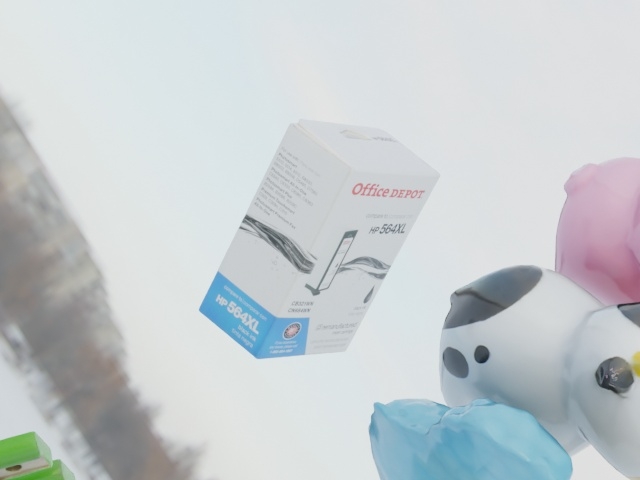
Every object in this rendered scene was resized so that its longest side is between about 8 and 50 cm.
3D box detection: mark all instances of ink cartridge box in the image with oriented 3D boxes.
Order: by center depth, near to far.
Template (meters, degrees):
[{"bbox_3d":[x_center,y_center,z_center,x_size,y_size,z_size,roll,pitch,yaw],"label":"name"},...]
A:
[{"bbox_3d":[0.000,0.000,1.659,0.086,0.203,0.148,39,22,30],"label":"ink cartridge box"}]

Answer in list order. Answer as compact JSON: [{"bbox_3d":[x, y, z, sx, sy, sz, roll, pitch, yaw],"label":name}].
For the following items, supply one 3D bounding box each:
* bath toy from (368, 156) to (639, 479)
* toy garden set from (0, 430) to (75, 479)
[{"bbox_3d":[0.168,0.005,0.894,0.151,0.348,0.129,28,-33,21],"label":"bath toy"},{"bbox_3d":[-0.299,0.252,1.546,0.244,0.204,0.049,68,7,-62],"label":"toy garden set"}]
